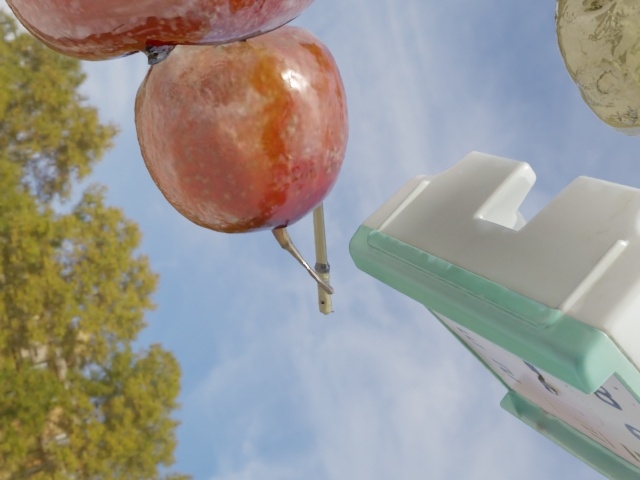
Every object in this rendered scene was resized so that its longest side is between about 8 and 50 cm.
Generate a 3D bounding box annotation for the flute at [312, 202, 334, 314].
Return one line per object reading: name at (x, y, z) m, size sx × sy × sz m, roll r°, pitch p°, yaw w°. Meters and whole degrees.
flute at (0.000, 0.000, 1.339) m, size 0.027 × 0.027 × 0.233 m, roll 18°, pitch -62°, yaw 52°

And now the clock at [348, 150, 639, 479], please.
clock at (0.170, 0.062, 0.588) m, size 0.231 × 0.116 × 0.262 m, roll 45°, pitch -7°, yaw -26°

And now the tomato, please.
tomato at (-0.117, -0.255, 0.670) m, size 0.270 × 0.270 × 0.227 m, roll 23°, pitch -53°, yaw 51°

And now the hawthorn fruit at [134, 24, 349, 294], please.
hawthorn fruit at (-0.087, -0.114, 0.963) m, size 0.231 × 0.234 × 0.263 m, roll 92°, pitch 4°, yaw -66°

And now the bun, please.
bun at (0.542, -0.349, 1.446) m, size 0.234 × 0.326 × 0.362 m, roll -8°, pitch -106°, yaw 50°
